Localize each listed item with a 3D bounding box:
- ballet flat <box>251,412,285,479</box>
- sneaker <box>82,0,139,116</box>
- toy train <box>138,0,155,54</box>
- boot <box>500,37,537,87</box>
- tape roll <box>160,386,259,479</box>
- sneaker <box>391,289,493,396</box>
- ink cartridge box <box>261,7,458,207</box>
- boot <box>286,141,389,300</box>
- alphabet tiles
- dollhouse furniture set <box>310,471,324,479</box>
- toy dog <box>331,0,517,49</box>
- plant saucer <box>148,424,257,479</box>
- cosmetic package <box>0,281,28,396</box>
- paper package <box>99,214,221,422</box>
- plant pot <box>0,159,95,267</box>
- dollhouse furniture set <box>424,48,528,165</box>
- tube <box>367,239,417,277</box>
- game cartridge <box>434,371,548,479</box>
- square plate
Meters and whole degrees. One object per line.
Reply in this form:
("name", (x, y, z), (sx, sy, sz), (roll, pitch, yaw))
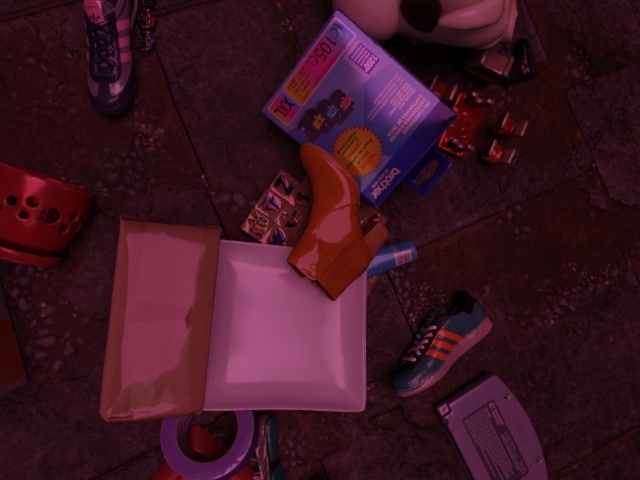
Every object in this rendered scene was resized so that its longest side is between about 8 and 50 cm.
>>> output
("ballet flat", (-0.119, 0.489, 1.029), (0.068, 0.072, 0.214), (-13, 78, 17))
("sneaker", (-0.462, -0.432, 1.000), (0.112, 0.131, 0.320), (-2, 85, 0))
("toy train", (-0.396, -0.500, 1.081), (0.036, 0.027, 0.159), (2, 84, -22))
("boot", (0.515, -0.473, 1.257), (0.099, 0.045, 0.121), (-17, 90, -10))
("tape roll", (-0.225, 0.393, 0.972), (0.188, 0.080, 0.189), (0, 62, 0))
("sneaker", (0.267, 0.236, 1.116), (0.302, 0.108, 0.121), (-35, 92, -20))
("ink cartridge box", (0.109, -0.264, 1.054), (0.395, 0.151, 0.270), (38, 106, -8))
("boot", (-0.001, -0.035, 0.985), (0.211, 0.104, 0.295), (-44, 104, -19))
("alphabet tiles", (0.000, 0.000, 1.107), (0.342, 0.011, 0.285), (35, 74, -11))
("dollhouse furniture set", (-0.055, 0.697, 0.954), (0.374, 0.152, 0.201), (-39, 93, -21))
("toy dog", (0.226, -0.542, 1.071), (0.407, 0.285, 0.396), (9, 57, 24))
("plant saucer", (-0.254, 0.579, 1.005), (0.259, 0.047, 0.258), (41, 79, -5))
("cosmetic package", (-0.716, 0.093, 0.861), (0.161, 0.230, 0.454), (-16, 89, -13))
("paper package", (-0.302, 0.131, 0.899), (0.168, 0.309, 0.325), (6, 86, -18))
("plant pot", (-0.566, -0.046, 0.925), (0.191, 0.191, 0.174), (19, 88, -9))
("dollhouse furniture set", (0.379, -0.341, 1.193), (0.261, 0.135, 0.259), (22, 92, -9))
("tube", (0.124, 0.051, 1.111), (0.206, 0.052, 0.080), (-15, 82, -10))
("game cartridge", (0.424, 0.487, 1.150), (0.198, 0.062, 0.298), (-27, 91, -17))
("square plate", (-0.071, 0.181, 1.008), (0.346, 0.049, 0.345), (5, 75, -13))
